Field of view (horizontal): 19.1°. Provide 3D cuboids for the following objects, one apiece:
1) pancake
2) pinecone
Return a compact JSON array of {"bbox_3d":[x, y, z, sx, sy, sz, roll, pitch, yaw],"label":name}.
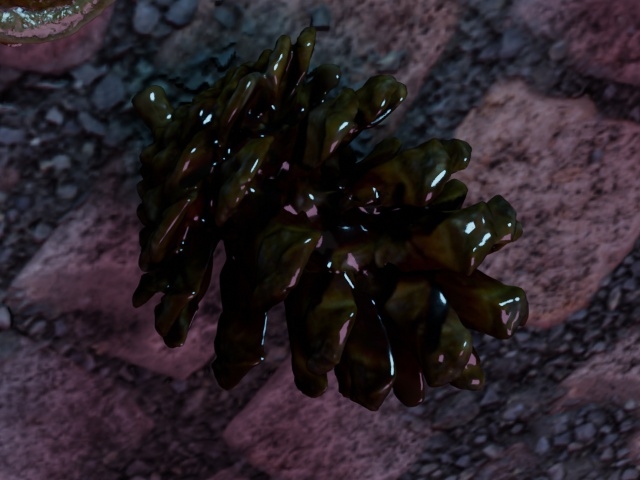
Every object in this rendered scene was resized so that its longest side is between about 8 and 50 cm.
[{"bbox_3d":[-0.181,-0.187,1.209,0.139,0.022,0.139,-11,129,-15],"label":"pancake"},{"bbox_3d":[0.000,0.000,1.278,0.309,0.244,0.244,28,115,-8],"label":"pinecone"}]
